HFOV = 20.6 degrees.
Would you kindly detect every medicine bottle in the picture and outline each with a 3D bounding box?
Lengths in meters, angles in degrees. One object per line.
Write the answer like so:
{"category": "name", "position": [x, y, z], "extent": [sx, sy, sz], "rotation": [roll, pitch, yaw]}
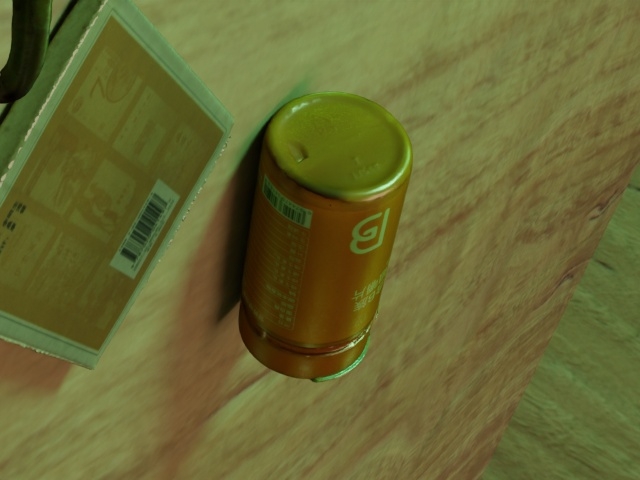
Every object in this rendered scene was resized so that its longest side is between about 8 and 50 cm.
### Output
{"category": "medicine bottle", "position": [0.000, 0.000, 1.155], "extent": [0.096, 0.096, 0.192], "rotation": [-49, 160, -37]}

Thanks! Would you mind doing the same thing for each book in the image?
{"category": "book", "position": [-0.116, -0.022, 0.892], "extent": [0.170, 0.018, 0.242], "rotation": [-60, 165, -5]}

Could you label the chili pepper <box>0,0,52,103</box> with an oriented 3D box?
{"category": "chili pepper", "position": [-0.133, -0.148, 0.517], "extent": [0.137, 0.092, 0.368], "rotation": [-42, 158, 3]}
